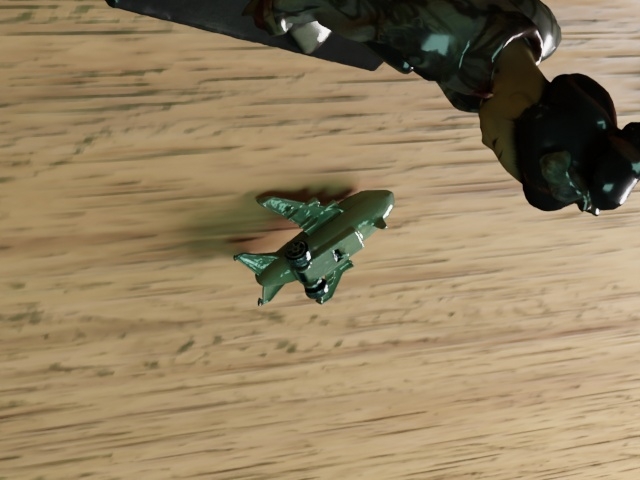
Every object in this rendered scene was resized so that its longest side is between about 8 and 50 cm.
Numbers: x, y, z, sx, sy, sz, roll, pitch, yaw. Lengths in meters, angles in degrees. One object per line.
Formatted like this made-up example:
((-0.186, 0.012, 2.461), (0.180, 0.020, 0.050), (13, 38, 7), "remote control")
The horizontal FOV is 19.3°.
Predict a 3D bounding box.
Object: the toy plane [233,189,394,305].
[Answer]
((0.001, 0.002, 0.895), (0.083, 0.033, 0.080), (-30, 133, 0), "toy plane")

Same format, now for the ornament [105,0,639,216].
((0.044, -0.069, 0.682), (0.166, 0.196, 0.153), (8, 131, -43), "ornament")
